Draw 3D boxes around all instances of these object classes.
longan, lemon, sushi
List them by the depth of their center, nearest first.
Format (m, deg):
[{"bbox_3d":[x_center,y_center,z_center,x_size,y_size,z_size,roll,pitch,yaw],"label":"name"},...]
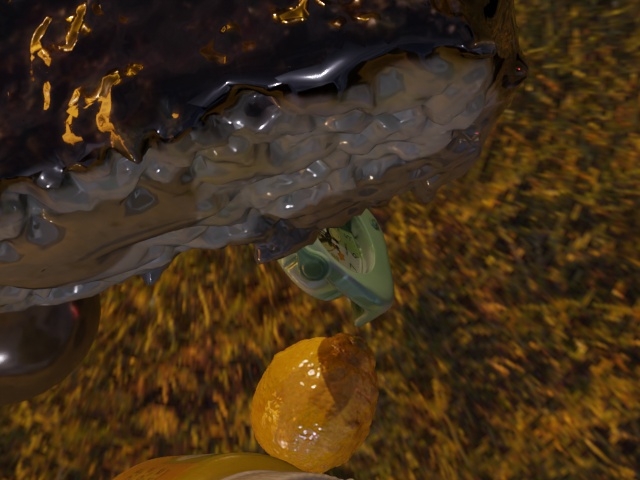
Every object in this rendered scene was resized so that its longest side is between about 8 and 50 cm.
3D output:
[{"bbox_3d":[-0.076,-0.080,0.740,0.343,0.196,0.182,-16,65,12],"label":"sushi"},{"bbox_3d":[-0.336,0.075,1.770,0.198,0.198,0.212,36,66,-6],"label":"longan"},{"bbox_3d":[-0.004,0.187,1.894,0.142,0.142,0.187,30,104,-6],"label":"lemon"}]

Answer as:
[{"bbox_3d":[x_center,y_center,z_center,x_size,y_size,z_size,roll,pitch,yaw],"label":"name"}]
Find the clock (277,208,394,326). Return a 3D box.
[{"bbox_3d":[0.001,-0.001,1.811,0.060,0.148,0.188,-34,130,27],"label":"clock"}]

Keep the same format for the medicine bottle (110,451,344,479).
[{"bbox_3d":[-0.083,0.307,1.503,0.224,0.384,0.224,3,81,-22],"label":"medicine bottle"}]

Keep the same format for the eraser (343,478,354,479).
[{"bbox_3d":[0.096,0.383,1.573,0.078,0.343,0.144,-10,125,-38],"label":"eraser"}]
